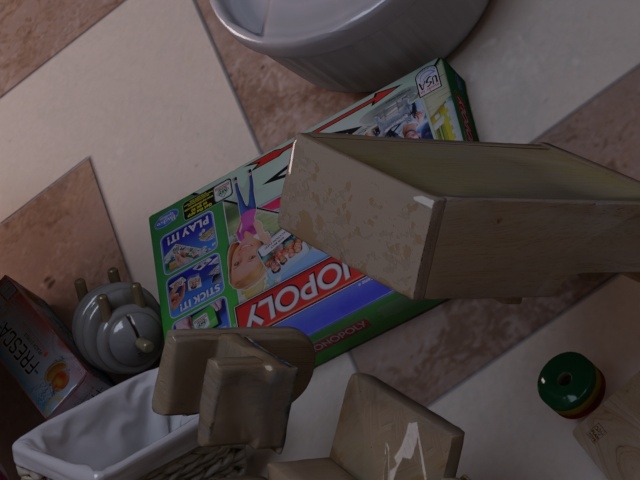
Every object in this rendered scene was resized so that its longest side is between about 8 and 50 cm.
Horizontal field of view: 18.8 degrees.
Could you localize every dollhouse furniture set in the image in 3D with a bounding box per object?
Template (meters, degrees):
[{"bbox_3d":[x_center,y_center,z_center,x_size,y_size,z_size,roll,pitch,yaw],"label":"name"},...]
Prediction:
[{"bbox_3d":[0.086,0.136,1.388,0.362,0.256,0.394,28,112,49],"label":"dollhouse furniture set"}]

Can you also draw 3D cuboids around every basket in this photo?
[{"bbox_3d":[-0.147,0.187,1.562,0.113,0.103,0.167,13,30,42],"label":"basket"}]

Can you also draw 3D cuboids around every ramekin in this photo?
[{"bbox_3d":[0.040,-0.256,1.747,0.273,0.127,0.273,-19,53,26],"label":"ramekin"}]

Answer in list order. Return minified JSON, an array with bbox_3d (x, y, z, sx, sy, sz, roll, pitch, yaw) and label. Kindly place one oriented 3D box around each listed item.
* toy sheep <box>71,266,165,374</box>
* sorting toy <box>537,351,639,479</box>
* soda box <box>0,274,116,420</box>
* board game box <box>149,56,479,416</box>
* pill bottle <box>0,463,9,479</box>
[{"bbox_3d":[-0.178,0.077,1.717,0.091,0.091,0.132,-52,26,-3],"label":"toy sheep"},{"bbox_3d":[0.272,0.148,1.357,0.132,0.046,0.274,-43,44,6],"label":"sorting toy"},{"bbox_3d":[-0.252,0.107,1.772,0.058,0.063,0.183,-49,44,1],"label":"soda box"},{"bbox_3d":[0.000,0.000,1.665,0.317,0.046,0.213,-28,47,20],"label":"board game box"},{"bbox_3d":[-0.328,0.322,1.618,0.160,0.160,0.283,-30,48,18],"label":"pill bottle"}]
